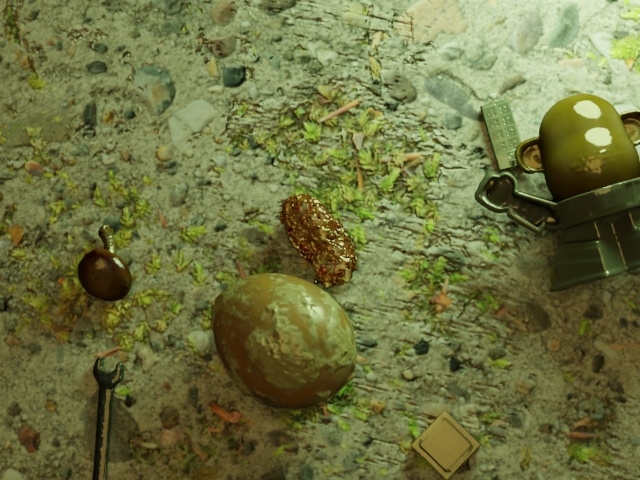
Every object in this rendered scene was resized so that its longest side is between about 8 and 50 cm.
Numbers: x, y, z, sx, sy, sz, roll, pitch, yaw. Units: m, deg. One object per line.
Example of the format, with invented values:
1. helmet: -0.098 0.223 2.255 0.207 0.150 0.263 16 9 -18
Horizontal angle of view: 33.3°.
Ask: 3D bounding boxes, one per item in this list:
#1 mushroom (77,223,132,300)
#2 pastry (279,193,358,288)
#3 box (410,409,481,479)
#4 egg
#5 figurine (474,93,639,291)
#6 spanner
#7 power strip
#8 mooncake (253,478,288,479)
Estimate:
1. mushroom: -0.360 0.036 1.756 0.088 0.073 0.129 -21 74 33
2. pastry: 0.002 -0.001 1.729 0.087 0.063 0.169 -32 83 9
3. box: 0.196 0.319 1.663 0.079 0.035 0.083 -45 80 -2
4. egg: -0.057 0.150 1.637 0.245 0.203 0.203 35 86 18
5. figurine: 0.424 -0.085 1.641 0.343 0.167 0.284 -17 87 -17
6. spanner: -0.353 0.317 1.734 0.054 0.015 0.254 2 80 6
7. power strip: 0.301 -0.166 1.742 0.051 0.019 0.136 -14 79 2
8. mooncake: -0.102 0.480 1.547 0.161 0.290 0.290 37 86 21
